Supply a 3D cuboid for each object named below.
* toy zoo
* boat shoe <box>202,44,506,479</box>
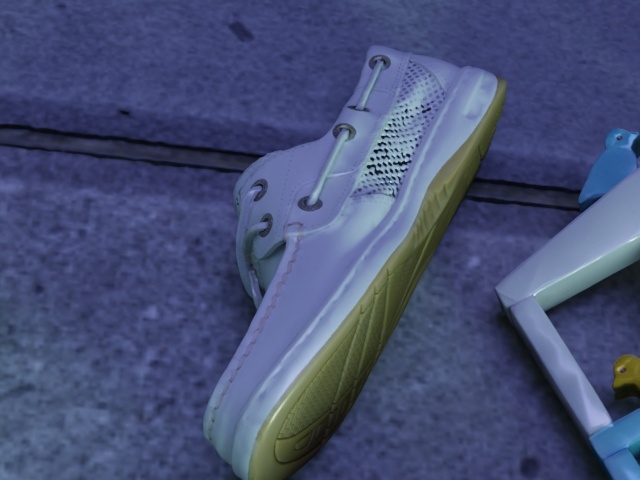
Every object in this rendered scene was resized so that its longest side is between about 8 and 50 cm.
[{"bbox_3d":[0.212,0.057,0.683,0.192,0.030,0.293,-29,60,2],"label":"toy zoo"},{"bbox_3d":[0.000,0.000,0.702,0.096,0.098,0.277,24,44,9],"label":"boat shoe"}]
